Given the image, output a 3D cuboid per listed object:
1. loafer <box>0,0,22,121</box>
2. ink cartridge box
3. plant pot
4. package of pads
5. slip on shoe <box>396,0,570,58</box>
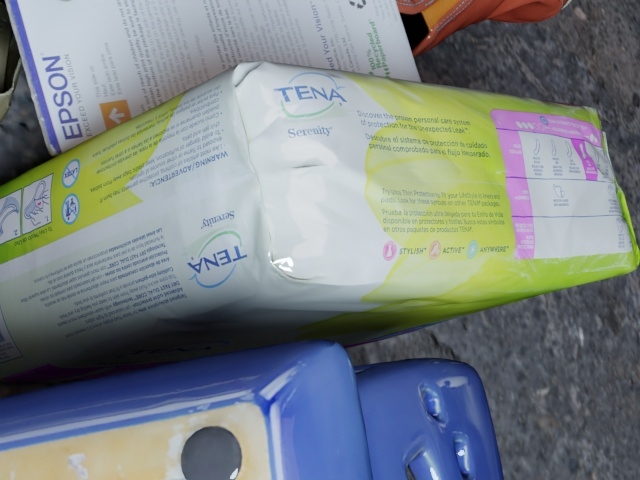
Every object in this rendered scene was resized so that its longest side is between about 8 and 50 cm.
[{"bbox_3d":[-0.169,-0.119,0.609,0.056,0.050,0.148,13,66,-45],"label":"loafer"},{"bbox_3d":[-0.074,-0.161,0.650,0.224,0.045,0.223,-14,85,-29],"label":"ink cartridge box"},{"bbox_3d":[-0.053,0.163,0.435,0.212,0.236,0.236,38,42,-69],"label":"plant pot"},{"bbox_3d":[0.000,0.000,0.613,0.296,0.229,0.101,-1,76,-48],"label":"package of pads"},{"bbox_3d":[0.056,-0.170,0.834,0.331,0.123,0.101,-5,85,-43],"label":"slip on shoe"}]
